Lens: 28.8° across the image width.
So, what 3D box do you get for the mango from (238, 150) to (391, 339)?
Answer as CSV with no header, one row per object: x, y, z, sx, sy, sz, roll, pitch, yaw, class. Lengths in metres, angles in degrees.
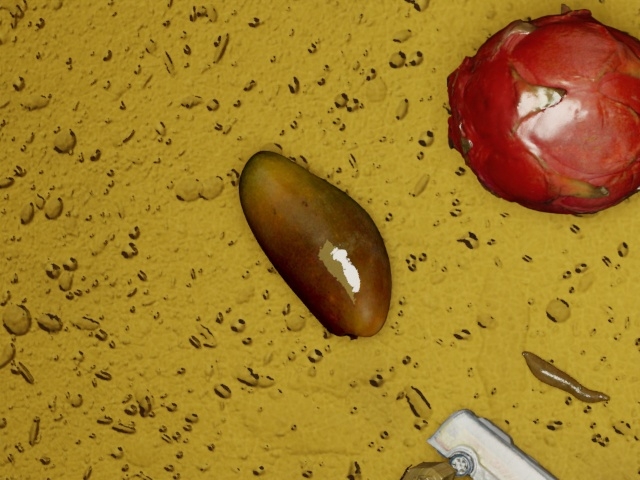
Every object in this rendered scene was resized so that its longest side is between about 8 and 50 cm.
0.000,0.000,1.527,0.133,0.111,0.267,-44,76,29,mango

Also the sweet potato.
0.285,0.166,1.470,0.115,0.026,0.026,31,98,15,sweet potato

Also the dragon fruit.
0.264,-0.139,1.387,0.252,0.241,0.241,32,98,4,dragon fruit

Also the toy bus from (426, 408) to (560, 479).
0.218,0.275,1.468,0.190,0.064,0.075,39,94,16,toy bus

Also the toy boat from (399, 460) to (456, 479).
0.108,0.348,1.483,0.072,0.064,0.206,38,122,31,toy boat
